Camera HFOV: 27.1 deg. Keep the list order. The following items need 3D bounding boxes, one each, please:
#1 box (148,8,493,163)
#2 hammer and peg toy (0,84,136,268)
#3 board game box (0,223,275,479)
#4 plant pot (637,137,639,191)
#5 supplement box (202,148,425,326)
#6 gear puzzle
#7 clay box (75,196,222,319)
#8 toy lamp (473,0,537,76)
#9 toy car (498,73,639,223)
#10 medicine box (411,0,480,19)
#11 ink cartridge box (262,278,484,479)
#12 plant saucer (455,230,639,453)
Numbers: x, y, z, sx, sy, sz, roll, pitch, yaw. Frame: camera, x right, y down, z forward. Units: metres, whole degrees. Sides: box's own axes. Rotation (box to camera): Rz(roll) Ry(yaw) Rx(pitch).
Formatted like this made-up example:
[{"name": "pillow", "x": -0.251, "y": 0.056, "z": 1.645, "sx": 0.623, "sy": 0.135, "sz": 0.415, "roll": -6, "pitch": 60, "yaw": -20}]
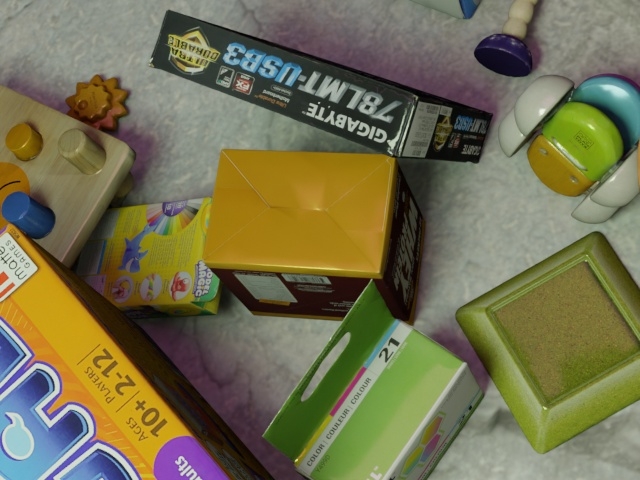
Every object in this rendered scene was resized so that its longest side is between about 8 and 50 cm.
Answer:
[{"name": "box", "x": 0.011, "y": -0.161, "z": 1.444, "sx": 0.295, "sy": 0.293, "sz": 0.073, "roll": 21, "pitch": 98, "yaw": 19}, {"name": "hammer and peg toy", "x": -0.390, "y": 0.006, "z": 1.520, "sx": 0.266, "sy": 0.127, "sz": 0.361, "roll": 24, "pitch": 79, "yaw": 27}, {"name": "board game box", "x": -0.264, "y": 0.274, "z": 1.307, "sx": 0.356, "sy": 0.356, "sz": 0.356, "roll": -43, "pitch": 65, "yaw": -4}, {"name": "plant pot", "x": 0.467, "y": -0.039, "z": 1.332, "sx": 0.291, "sy": 0.203, "sz": 0.291, "roll": -5, "pitch": 68, "yaw": 12}, {"name": "supplement box", "x": 0.000, "y": 0.000, "z": 1.437, "sx": 0.191, "sy": 0.194, "sz": 0.129, "roll": 3, "pitch": 71, "yaw": 15}, {"name": "gear puzzle", "x": -0.334, "y": -0.060, "z": 1.625, "sx": 0.175, "sy": 0.044, "sz": 0.339, "roll": 25, "pitch": 77, "yaw": 21}, {"name": "clay box", "x": -0.182, "y": 0.023, "z": 1.512, "sx": 0.222, "sy": 0.053, "sz": 0.127, "roll": -4, "pitch": 67, "yaw": 35}, {"name": "toy lamp", "x": 0.257, "y": -0.329, "z": 1.566, "sx": 0.080, "sy": 0.080, "sz": 0.275, "roll": 18, "pitch": 76, "yaw": 20}, {"name": "toy car", "x": 0.290, "y": -0.116, "z": 1.423, "sx": 0.159, "sy": 0.182, "sz": 0.136, "roll": 44, "pitch": 78, "yaw": 6}, {"name": "medicine box", "x": 0.122, "y": -0.457, "z": 1.609, "sx": 0.263, "sy": 0.149, "sz": 0.289, "roll": 25, "pitch": 78, "yaw": 21}, {"name": "ink cartridge box", "x": 0.058, "y": 0.173, "z": 1.322, "sx": 0.097, "sy": 0.255, "sz": 0.189, "roll": 32, "pitch": 80, "yaw": 23}, {"name": "plant saucer", "x": 0.264, "y": 0.100, "z": 1.415, "sx": 0.188, "sy": 0.045, "sz": 0.188, "roll": -30, "pitch": 65, "yaw": 1}]
